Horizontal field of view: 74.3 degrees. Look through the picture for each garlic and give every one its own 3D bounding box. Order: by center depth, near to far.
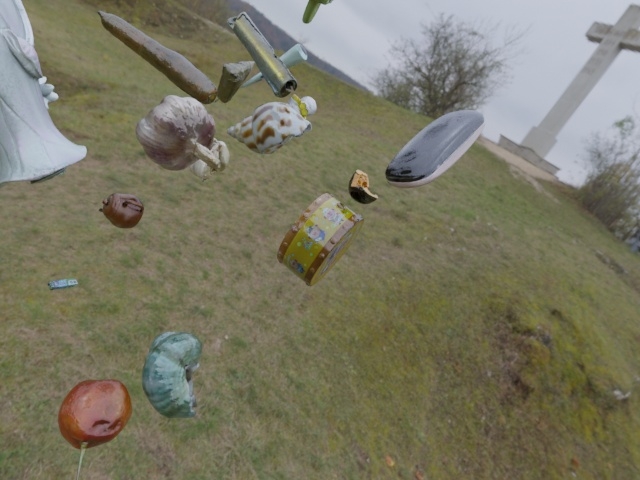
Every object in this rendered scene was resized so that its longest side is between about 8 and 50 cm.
[{"bbox_3d":[-0.407,-0.300,1.308,0.253,0.245,0.245,43,19,15],"label":"garlic"},{"bbox_3d":[-0.612,-0.466,2.303,0.184,0.203,0.281,37,38,12],"label":"garlic"}]

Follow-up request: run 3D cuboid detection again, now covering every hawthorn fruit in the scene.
[{"bbox_3d":[-0.547,0.461,0.986,0.165,0.165,0.286,27,29,-20],"label":"hawthorn fruit"}]

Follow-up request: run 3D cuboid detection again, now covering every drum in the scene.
[{"bbox_3d":[0.000,0.000,2.013,0.214,0.431,0.431,39,18,10],"label":"drum"}]

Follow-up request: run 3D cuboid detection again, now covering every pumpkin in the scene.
[{"bbox_3d":[0.187,-0.233,1.974,0.119,0.107,0.184,28,32,-36],"label":"pumpkin"}]

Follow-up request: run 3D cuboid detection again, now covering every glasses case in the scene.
[{"bbox_3d":[0.269,-0.217,0.979,0.122,0.314,0.075,11,-45,47],"label":"glasses case"}]

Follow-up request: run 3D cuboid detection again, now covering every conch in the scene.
[{"bbox_3d":[-0.428,0.372,1.240,0.277,0.195,0.220,46,-20,36],"label":"conch"},{"bbox_3d":[-0.171,-0.360,1.361,0.149,0.274,0.183,65,24,-8],"label":"conch"}]

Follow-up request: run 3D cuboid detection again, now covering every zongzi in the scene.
[{"bbox_3d":[-0.352,-0.652,1.758,0.081,0.189,0.178,40,43,6],"label":"zongzi"}]

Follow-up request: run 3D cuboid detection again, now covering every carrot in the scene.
[{"bbox_3d":[-0.396,-0.451,1.029,0.342,0.070,0.070,37,17,-1],"label":"carrot"}]

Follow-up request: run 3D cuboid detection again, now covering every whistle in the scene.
[{"bbox_3d":[-0.165,-0.522,1.167,0.067,0.057,0.327,-25,67,-18],"label":"whistle"},{"bbox_3d":[0.013,-0.801,1.297,0.106,0.288,0.131,38,49,-5],"label":"whistle"}]

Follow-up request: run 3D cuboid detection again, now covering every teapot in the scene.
[{"bbox_3d":[-0.606,-0.098,1.282,0.173,0.116,0.116,-8,-9,34],"label":"teapot"}]

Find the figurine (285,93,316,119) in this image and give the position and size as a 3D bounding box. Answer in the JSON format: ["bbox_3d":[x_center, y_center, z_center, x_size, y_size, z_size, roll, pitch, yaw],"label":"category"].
[{"bbox_3d":[-0.085,-0.472,1.519,0.109,0.129,0.178,64,29,-23],"label":"figurine"}]

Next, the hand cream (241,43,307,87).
[{"bbox_3d":[-0.195,-0.708,1.738,0.067,0.320,0.109,64,30,-16],"label":"hand cream"}]

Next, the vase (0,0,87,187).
[{"bbox_3d":[-0.634,-0.317,0.784,0.250,0.249,0.446,-112,-177,-61],"label":"vase"}]

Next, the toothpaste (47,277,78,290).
[{"bbox_3d":[-0.683,0.115,1.120,0.020,0.017,0.083,59,9,5],"label":"toothpaste"}]
